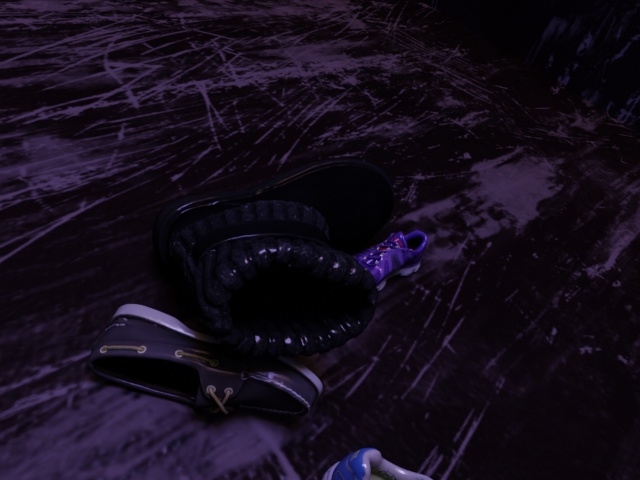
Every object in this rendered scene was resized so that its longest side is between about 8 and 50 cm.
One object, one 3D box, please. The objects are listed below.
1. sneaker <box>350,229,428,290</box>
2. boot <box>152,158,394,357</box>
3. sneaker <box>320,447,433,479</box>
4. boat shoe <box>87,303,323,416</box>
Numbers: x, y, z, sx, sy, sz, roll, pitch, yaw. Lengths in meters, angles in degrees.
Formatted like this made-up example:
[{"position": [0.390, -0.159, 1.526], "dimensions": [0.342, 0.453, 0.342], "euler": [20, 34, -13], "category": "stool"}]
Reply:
[{"position": [0.087, 0.020, 0.766], "dimensions": [0.170, 0.071, 0.068], "euler": [-22, 56, -40], "category": "sneaker"}, {"position": [0.000, 0.004, 0.616], "dimensions": [0.348, 0.131, 0.260], "euler": [-19, 22, -26], "category": "boot"}, {"position": [0.095, 0.267, 0.479], "dimensions": [0.211, 0.081, 0.080], "euler": [32, 38, 9], "category": "sneaker"}, {"position": [-0.113, 0.135, 0.537], "dimensions": [0.228, 0.081, 0.069], "euler": [17, 42, 4], "category": "boat shoe"}]
